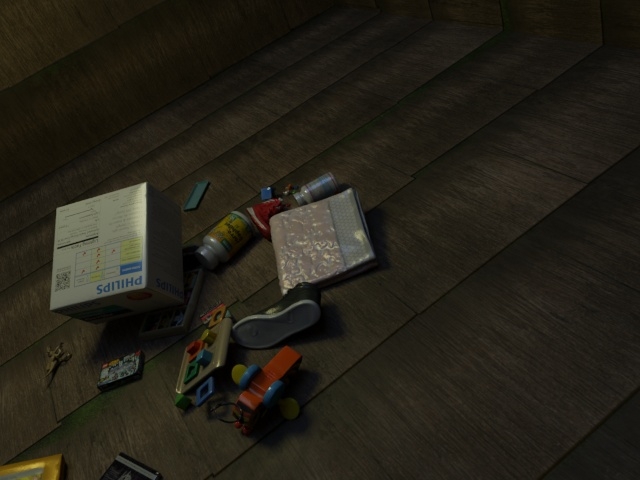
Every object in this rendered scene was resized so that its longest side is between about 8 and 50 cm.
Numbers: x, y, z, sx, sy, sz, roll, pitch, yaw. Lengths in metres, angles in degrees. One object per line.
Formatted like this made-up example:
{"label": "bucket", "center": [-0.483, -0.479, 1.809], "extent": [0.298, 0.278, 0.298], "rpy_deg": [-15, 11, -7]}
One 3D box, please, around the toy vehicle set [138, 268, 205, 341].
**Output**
{"label": "toy vehicle set", "center": [-0.489, 0.210, 1.919], "extent": [0.166, 0.035, 0.267], "rpy_deg": [-14, 38, 15]}

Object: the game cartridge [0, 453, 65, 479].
{"label": "game cartridge", "center": [-0.812, 0.680, 1.416], "extent": [0.323, 0.053, 0.285], "rpy_deg": [-7, 34, -15]}

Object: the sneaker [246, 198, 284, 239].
{"label": "sneaker", "center": [-0.182, -0.093, 2.077], "extent": [0.128, 0.087, 0.221], "rpy_deg": [-32, 38, -7]}

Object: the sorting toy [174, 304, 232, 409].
{"label": "sorting toy", "center": [-0.338, 0.320, 1.636], "extent": [0.196, 0.047, 0.348], "rpy_deg": [-36, 30, 26]}

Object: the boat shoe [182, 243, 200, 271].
{"label": "boat shoe", "center": [-0.528, 0.086, 2.057], "extent": [0.227, 0.081, 0.069], "rpy_deg": [-27, 32, -7]}

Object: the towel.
{"label": "towel", "center": [0.000, 0.000, 1.824], "extent": [0.317, 0.053, 0.332], "rpy_deg": [-21, 48, 8]}

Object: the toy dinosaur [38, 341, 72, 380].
{"label": "toy dinosaur", "center": [-0.879, 0.399, 1.914], "extent": [0.092, 0.053, 0.183], "rpy_deg": [-43, 30, 1]}

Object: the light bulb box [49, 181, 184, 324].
{"label": "light bulb box", "center": [-0.655, 0.050, 1.881], "extent": [0.358, 0.225, 0.361], "rpy_deg": [-14, 66, 15]}

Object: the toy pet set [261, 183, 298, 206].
{"label": "toy pet set", "center": [-0.161, -0.184, 2.194], "extent": [0.114, 0.065, 0.122], "rpy_deg": [-7, 40, 23]}

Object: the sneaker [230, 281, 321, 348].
{"label": "sneaker", "center": [-0.116, 0.214, 1.661], "extent": [0.295, 0.105, 0.147], "rpy_deg": [-23, 16, 21]}

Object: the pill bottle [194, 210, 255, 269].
{"label": "pill bottle", "center": [-0.337, 0.002, 2.021], "extent": [0.117, 0.118, 0.208], "rpy_deg": [16, 52, 42]}

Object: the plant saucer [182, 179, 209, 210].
{"label": "plant saucer", "center": [-0.527, -0.189, 2.454], "extent": [0.067, 0.018, 0.192], "rpy_deg": [-10, 38, 20]}

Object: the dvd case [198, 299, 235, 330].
{"label": "dvd case", "center": [-0.325, 0.242, 1.805], "extent": [0.087, 0.013, 0.119], "rpy_deg": [-35, 36, -13]}

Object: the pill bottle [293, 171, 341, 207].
{"label": "pill bottle", "center": [-0.014, -0.174, 2.077], "extent": [0.160, 0.087, 0.087], "rpy_deg": [-29, 36, -4]}

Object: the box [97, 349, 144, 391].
{"label": "box", "center": [-0.608, 0.397, 1.763], "extent": [0.137, 0.027, 0.094], "rpy_deg": [-21, 35, 5]}

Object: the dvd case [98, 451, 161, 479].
{"label": "dvd case", "center": [-0.512, 0.642, 1.412], "extent": [0.164, 0.018, 0.221], "rpy_deg": [6, 47, 37]}

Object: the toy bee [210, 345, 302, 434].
{"label": "toy bee", "center": [-0.167, 0.388, 1.431], "extent": [0.298, 0.162, 0.195], "rpy_deg": [-11, 42, -37]}
